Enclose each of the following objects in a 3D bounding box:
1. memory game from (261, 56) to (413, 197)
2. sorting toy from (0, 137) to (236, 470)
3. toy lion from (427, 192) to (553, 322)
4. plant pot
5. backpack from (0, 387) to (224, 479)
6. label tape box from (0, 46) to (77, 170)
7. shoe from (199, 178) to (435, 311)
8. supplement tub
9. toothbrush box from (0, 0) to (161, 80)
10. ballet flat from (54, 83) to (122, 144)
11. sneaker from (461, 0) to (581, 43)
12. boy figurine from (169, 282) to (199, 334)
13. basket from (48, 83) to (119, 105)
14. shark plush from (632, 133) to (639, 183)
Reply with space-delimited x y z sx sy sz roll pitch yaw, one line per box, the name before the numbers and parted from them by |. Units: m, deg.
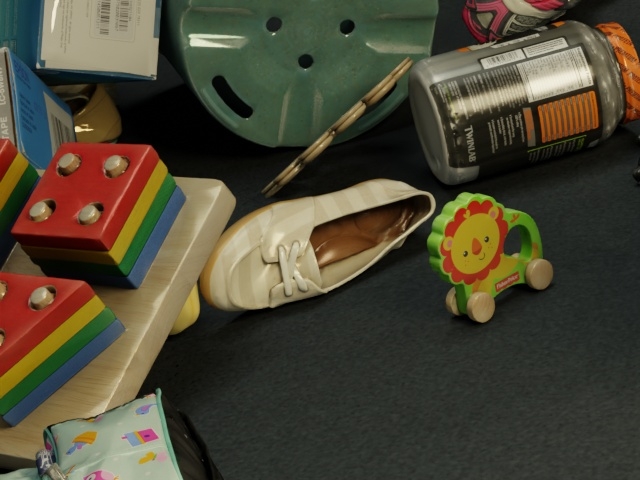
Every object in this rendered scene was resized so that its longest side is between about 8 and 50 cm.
memory game | 0.017 -0.102 1.709 0.186 0.012 0.186 -42 3 3
sorting toy | -0.233 0.034 1.414 0.257 0.089 0.255 5 55 35
toy lion | 0.125 0.006 1.422 0.100 0.096 0.034 -26 27 -30
plant pot | -0.048 -0.271 1.898 0.341 0.341 0.334 -16 32 -9
backpack | -0.101 0.188 1.028 0.144 0.166 0.188 -21 20 -13
label tape box | -0.411 -0.075 1.735 0.333 0.106 0.240 -10 -10 4
shoe | 0.000 0.000 1.524 0.219 0.076 0.058 -25 21 -31
supplement tub | 0.183 -0.126 1.671 0.190 0.117 0.117 -15 23 -8
toothbrush box | -0.268 -0.263 1.852 0.126 0.216 0.295 4 0 -31
ballet flat | -0.319 -0.106 1.933 0.232 0.073 0.080 -21 26 -18
sneaker | 0.238 -0.299 2.055 0.112 0.121 0.299 -35 1 32
boy figurine | -0.206 0.022 1.563 0.177 0.092 0.285 -24 23 -33
basket | -0.312 -0.187 2.069 0.167 0.113 0.103 -19 26 -14
shark plush | 0.320 -0.102 1.631 0.067 0.073 0.161 35 38 20
